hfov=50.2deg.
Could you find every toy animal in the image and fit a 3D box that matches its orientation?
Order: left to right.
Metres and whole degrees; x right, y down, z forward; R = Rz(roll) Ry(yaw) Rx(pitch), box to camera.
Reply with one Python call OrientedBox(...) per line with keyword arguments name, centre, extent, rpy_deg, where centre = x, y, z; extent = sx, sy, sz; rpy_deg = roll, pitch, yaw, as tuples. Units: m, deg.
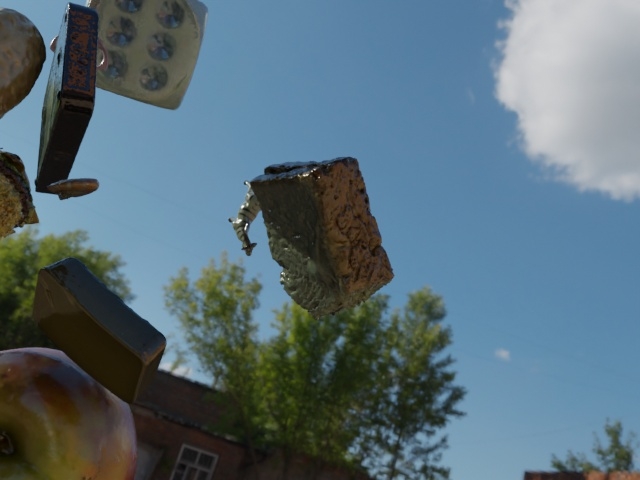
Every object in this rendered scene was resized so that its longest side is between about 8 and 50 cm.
OrientedBox(name="toy animal", centre=(-0.218, -0.070, 2.068), extent=(0.073, 0.216, 0.176), rpy_deg=(21, 1, -29))

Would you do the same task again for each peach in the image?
OrientedBox(name="peach", centre=(-0.458, 0.342, 1.046), extent=(0.370, 0.370, 0.370), rpy_deg=(15, -23, 7))

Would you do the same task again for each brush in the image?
OrientedBox(name="brush", centre=(-0.302, 0.121, 0.930), extent=(0.197, 0.059, 0.123), rpy_deg=(38, -50, 11))

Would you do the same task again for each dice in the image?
OrientedBox(name="dice", centre=(-0.427, -0.470, 1.618), extent=(0.265, 0.268, 0.262), rpy_deg=(17, 10, -19))

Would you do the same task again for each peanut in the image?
OrientedBox(name="peanut", centre=(-0.532, -0.245, 1.041), extent=(0.152, 0.313, 0.152), rpy_deg=(17, -38, 14))

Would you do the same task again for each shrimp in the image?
OrientedBox(name="shrimp", centre=(-0.328, -0.068, 0.884), extent=(0.108, 0.023, 0.059), rpy_deg=(-8, -2, 44))

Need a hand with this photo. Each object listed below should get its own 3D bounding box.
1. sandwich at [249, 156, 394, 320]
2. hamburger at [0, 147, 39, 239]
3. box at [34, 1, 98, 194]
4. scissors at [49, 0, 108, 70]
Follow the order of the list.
OrientedBox(name="sandwich", centre=(0.001, 0.000, 1.367), extent=(0.262, 0.131, 0.325), rpy_deg=(4, -65, 55))
OrientedBox(name="hamburger", centre=(-0.753, -0.103, 1.502), extent=(0.243, 0.138, 0.261), rpy_deg=(2, -54, 2))
OrientedBox(name="box", centre=(-0.458, -0.239, 1.220), extent=(0.058, 0.211, 0.350), rpy_deg=(5, -24, -27))
OrientedBox(name="scissors", centre=(-0.449, -0.432, 1.336), extent=(0.110, 0.212, 0.021), rpy_deg=(17, 2, -27))
